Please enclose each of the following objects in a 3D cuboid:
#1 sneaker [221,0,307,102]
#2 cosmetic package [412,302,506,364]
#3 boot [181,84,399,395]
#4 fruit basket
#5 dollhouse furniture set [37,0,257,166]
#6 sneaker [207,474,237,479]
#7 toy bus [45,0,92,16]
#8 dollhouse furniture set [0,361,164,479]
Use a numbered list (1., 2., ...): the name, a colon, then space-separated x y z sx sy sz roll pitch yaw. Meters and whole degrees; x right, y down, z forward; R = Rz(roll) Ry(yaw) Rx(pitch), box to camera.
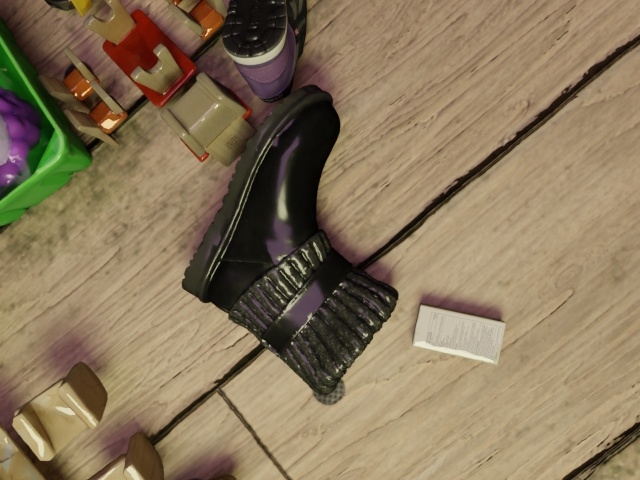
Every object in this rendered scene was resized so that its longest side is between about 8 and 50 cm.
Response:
1. sneaker: -0.067 -0.322 0.868 0.107 0.124 0.283 3 63 15
2. cosmetic package: 0.185 0.125 0.840 0.115 0.041 0.060 13 90 8
3. boot: 0.001 0.001 0.821 0.260 0.131 0.347 32 103 14
4. fruit basket: -0.527 -0.183 0.786 0.283 0.392 0.392 -35 84 6
5. dollhouse furniture set: -0.215 -0.229 0.884 0.262 0.135 0.259 -44 72 4
6. sneaker: -0.197 0.446 0.849 0.282 0.099 0.153 -35 79 12
7. toy bus: -0.375 -0.475 0.895 0.220 0.149 0.211 39 80 10
8. dollhouse furniture set: -0.472 0.274 0.838 0.362 0.256 0.394 -35 100 -10
